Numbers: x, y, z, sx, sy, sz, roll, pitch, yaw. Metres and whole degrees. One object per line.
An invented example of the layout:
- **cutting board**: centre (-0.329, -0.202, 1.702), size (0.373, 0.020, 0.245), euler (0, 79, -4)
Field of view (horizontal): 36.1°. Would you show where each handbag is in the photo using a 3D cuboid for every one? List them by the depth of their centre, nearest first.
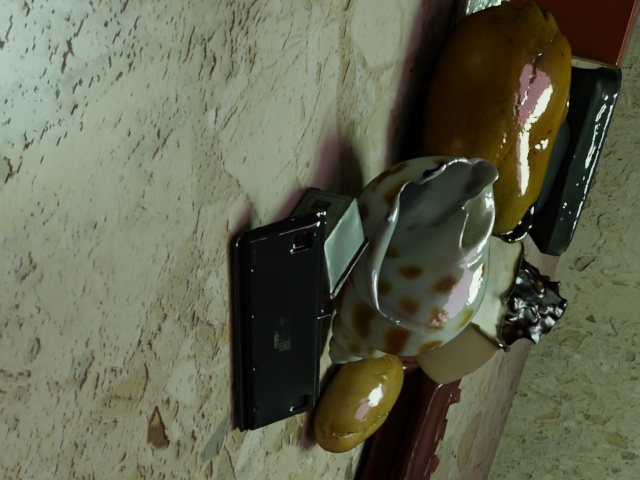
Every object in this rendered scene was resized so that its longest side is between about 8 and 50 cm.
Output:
- **handbag**: centre (0.317, -0.311, 1.300), size (0.063, 0.190, 0.127), euler (-9, 114, -71)
- **handbag**: centre (0.146, 0.301, 1.528), size (0.275, 0.084, 0.259), euler (2, 104, -71)

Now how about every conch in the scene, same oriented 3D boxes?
- **conch**: centre (0.087, 0.028, 1.028), size (0.183, 0.149, 0.274), euler (15, 102, -29)

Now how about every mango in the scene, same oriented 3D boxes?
- **mango**: centre (0.195, -0.140, 1.153), size (0.201, 0.153, 0.287), euler (-4, 113, -58)

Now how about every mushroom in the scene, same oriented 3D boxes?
- **mushroom**: centre (0.150, 0.065, 1.303), size (0.173, 0.162, 0.236), euler (-43, -168, 37)

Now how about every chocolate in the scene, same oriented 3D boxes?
- **chocolate**: centre (0.384, 0.117, 1.890), size (0.224, 0.177, 0.206), euler (-69, 161, -6)

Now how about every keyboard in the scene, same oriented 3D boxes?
- **keyboard**: centre (-0.035, 0.076, 0.867), size (0.094, 0.025, 0.230), euler (-17, 131, -25)

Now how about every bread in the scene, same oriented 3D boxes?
- **bread**: centre (0.054, 0.187, 1.187), size (0.189, 0.078, 0.114), euler (-38, 137, -55)

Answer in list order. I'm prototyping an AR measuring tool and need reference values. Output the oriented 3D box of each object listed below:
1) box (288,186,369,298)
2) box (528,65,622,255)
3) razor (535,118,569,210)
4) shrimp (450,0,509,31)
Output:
- **box**: centre (0.000, 0.000, 0.895), size (0.084, 0.060, 0.063), euler (-56, 150, -38)
- **box**: centre (0.473, -0.166, 1.896), size (0.350, 0.091, 0.359), euler (-65, 169, -78)
- **razor**: centre (0.329, -0.135, 1.610), size (0.349, 0.114, 0.204), euler (-5, 114, -70)
- **shrimp**: centre (0.200, -0.256, 1.244), size (0.126, 0.048, 0.223), euler (-48, 144, -35)
